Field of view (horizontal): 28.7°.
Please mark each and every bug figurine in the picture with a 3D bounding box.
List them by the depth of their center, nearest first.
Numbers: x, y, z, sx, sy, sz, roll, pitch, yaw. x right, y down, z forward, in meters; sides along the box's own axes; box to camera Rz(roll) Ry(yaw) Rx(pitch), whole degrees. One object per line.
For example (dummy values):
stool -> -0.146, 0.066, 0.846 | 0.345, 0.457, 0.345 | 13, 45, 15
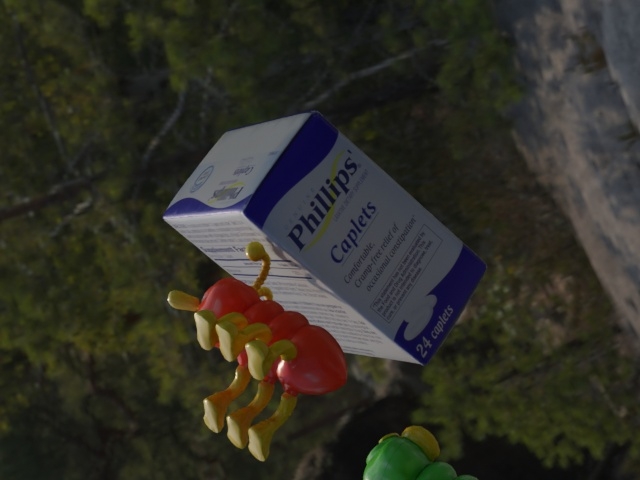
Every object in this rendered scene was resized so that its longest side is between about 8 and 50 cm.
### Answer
bug figurine -> 0.007, 0.139, 0.670 | 0.216, 0.072, 0.279 | 32, 142, 24

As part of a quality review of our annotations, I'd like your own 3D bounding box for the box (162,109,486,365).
box -> 0.000, 0.000, 0.705 | 0.137, 0.072, 0.126 | 40, 163, -20
